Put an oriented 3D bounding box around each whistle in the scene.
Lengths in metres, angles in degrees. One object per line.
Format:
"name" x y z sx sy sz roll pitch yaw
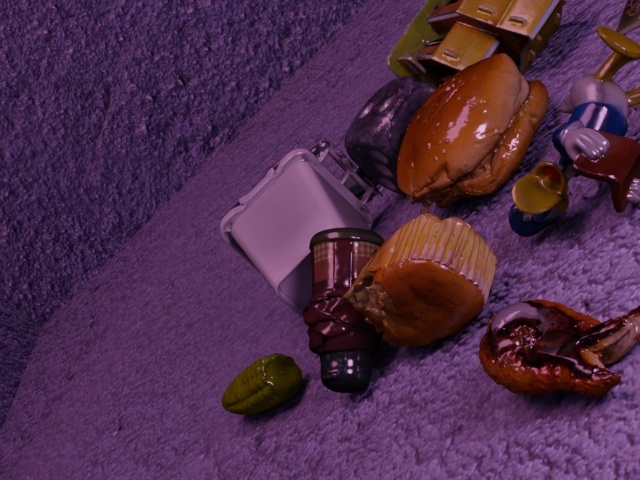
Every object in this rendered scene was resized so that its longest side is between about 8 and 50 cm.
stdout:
"whistle" 0.065 -0.123 2.698 0.312 0.062 0.062 -33 24 41

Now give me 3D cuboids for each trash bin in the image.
"trash bin" 0.000 0.000 2.345 0.296 0.256 0.368 -43 26 4

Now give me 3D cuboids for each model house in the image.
"model house" 0.300 -0.453 2.388 0.300 0.340 0.323 -55 23 -14

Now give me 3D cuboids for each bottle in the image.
"bottle" 0.043 0.123 2.066 0.143 0.156 0.271 -15 66 41

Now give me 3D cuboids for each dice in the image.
"dice" 0.172 -0.208 2.427 0.181 0.182 0.183 -54 20 -17

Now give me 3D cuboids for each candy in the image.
"candy" -0.120 0.279 2.275 0.209 0.096 0.097 -34 24 47

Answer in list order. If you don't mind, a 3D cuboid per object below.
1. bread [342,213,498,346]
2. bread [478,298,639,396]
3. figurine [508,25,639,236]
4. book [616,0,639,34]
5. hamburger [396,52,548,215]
"bread" 0.160 0.071 1.915 0.250 0.179 0.133 -31 29 47
"bread" 0.308 0.144 1.588 0.268 0.095 0.139 6 58 51
"figurine" 0.408 -0.116 1.820 0.338 0.204 0.284 -53 21 29
"book" 0.668 -0.498 2.131 0.322 0.018 0.228 -28 28 48
"hamburger" 0.266 -0.191 2.210 0.314 0.170 0.290 -60 15 -26
